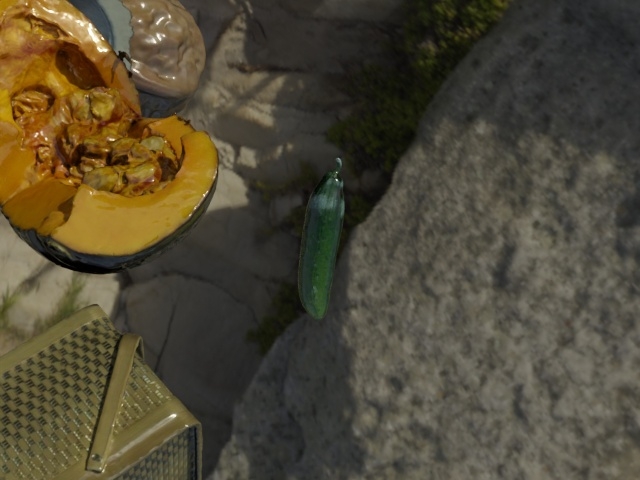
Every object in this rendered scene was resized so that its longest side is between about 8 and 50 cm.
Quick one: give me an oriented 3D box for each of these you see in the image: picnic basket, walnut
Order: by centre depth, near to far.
[{"bbox_3d":[-0.232,0.192,0.722,0.267,0.139,0.165,-32,153,-28],"label":"picnic basket"},{"bbox_3d":[-0.340,-0.327,1.646,0.273,0.227,0.273,-20,163,-6],"label":"walnut"}]

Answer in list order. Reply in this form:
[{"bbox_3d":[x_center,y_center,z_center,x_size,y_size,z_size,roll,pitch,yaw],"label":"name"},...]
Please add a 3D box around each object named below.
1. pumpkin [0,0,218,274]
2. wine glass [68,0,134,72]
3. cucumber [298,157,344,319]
[{"bbox_3d":[-0.141,-0.052,0.538,0.119,0.183,0.107,-36,165,-22],"label":"pumpkin"},{"bbox_3d":[-0.406,-0.347,1.323,0.238,0.323,0.238,-11,130,-13],"label":"wine glass"},{"bbox_3d":[0.000,0.000,1.303,0.056,0.056,0.250,3,110,-14],"label":"cucumber"}]
